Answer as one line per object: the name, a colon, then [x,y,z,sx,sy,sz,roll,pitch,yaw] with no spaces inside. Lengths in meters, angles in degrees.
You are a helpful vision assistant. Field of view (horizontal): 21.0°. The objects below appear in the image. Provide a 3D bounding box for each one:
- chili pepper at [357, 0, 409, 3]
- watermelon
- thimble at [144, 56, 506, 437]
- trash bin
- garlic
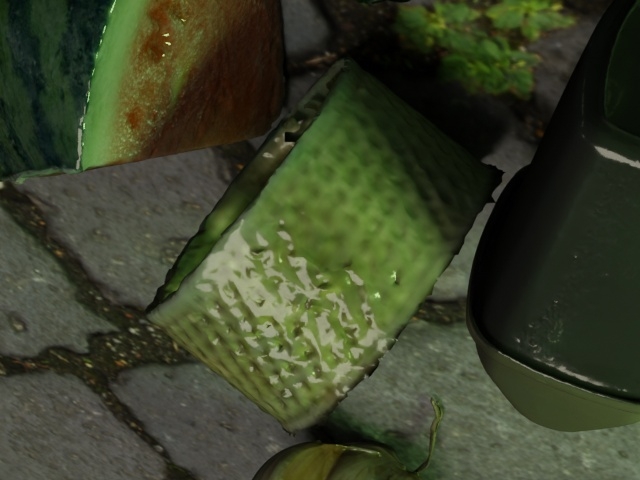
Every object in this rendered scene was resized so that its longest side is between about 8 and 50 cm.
chili pepper: [0.098,-0.210,1.165,0.224,0.061,0.098,-12,155,43]
watermelon: [-0.125,-0.167,1.272,0.293,0.283,0.250,11,165,-20]
thimble: [0.000,0.000,1.327,0.150,0.271,0.271,38,143,-8]
trash bin: [0.216,-0.013,1.219,0.182,0.209,0.290,21,138,5]
garlic: [0.047,0.279,1.694,0.207,0.207,0.257,39,129,-15]
